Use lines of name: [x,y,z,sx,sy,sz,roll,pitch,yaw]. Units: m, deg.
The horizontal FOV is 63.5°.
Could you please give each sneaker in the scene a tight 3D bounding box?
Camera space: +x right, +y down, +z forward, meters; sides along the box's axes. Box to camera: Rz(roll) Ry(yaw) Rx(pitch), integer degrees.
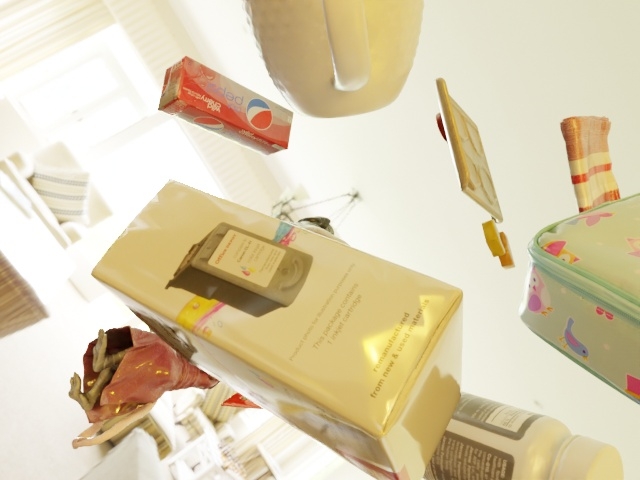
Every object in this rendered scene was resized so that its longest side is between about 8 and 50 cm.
sneaker: [0.000,0.000,1.176,0.269,0.153,0.101,15,-69,40]

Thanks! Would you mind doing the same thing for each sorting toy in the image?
sorting toy: [0.266,-0.107,0.908,0.229,0.041,0.307,26,51,-54]

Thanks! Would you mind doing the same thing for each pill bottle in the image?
pill bottle: [0.361,0.425,1.005,0.361,0.204,0.204,3,-50,50]

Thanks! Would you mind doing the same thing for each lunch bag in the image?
lunch bag: [0.343,0.038,0.449,0.224,0.279,0.107,-139,-143,-56]

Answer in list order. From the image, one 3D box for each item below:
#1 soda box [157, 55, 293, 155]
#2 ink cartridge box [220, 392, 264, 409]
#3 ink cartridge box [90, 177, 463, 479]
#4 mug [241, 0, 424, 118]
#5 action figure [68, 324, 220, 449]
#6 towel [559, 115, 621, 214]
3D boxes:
soda box: [-0.182,-0.260,1.036,0.263,0.092,0.084,18,-16,-41]
ink cartridge box: [-0.023,0.243,0.992,0.275,0.239,0.060,-8,-83,34]
ink cartridge box: [-0.029,0.092,0.500,0.306,0.131,0.226,20,-28,28]
mug: [0.020,-0.340,0.722,0.374,0.277,0.327,-94,175,-61]
action figure: [-0.303,0.275,1.092,0.248,0.370,0.275,-19,-112,40]
towel: [0.455,-0.038,0.827,0.037,0.237,0.328,-10,-85,39]
